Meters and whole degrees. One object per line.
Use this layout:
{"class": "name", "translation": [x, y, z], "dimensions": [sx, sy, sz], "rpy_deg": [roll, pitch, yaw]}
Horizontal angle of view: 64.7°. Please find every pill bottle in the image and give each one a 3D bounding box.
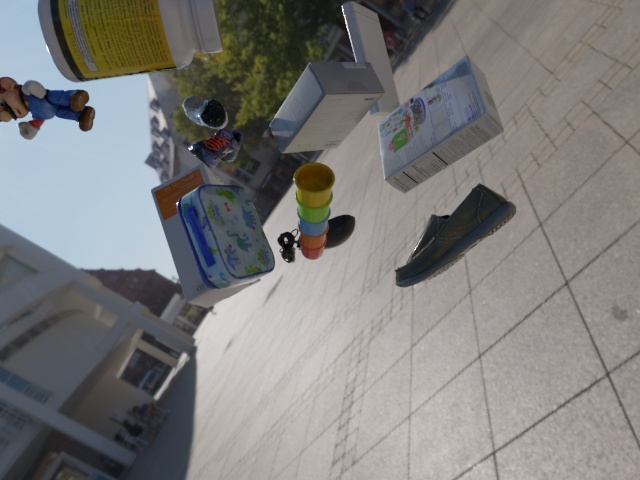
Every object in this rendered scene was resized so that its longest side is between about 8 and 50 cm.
{"class": "pill bottle", "translation": [-0.382, -0.447, 1.060], "dimensions": [0.188, 0.333, 0.188], "rpy_deg": [171, 90, -86]}

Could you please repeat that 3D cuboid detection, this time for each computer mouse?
{"class": "computer mouse", "translation": [0.000, 0.000, 1.646], "dimensions": [0.272, 0.072, 0.188], "rpy_deg": [-21, -24, -9]}

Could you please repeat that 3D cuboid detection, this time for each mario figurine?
{"class": "mario figurine", "translation": [-0.861, -0.385, 1.514], "dimensions": [0.170, 0.320, 0.198], "rpy_deg": [-80, -4, -69]}

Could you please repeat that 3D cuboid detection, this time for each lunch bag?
{"class": "lunch bag", "translation": [-0.201, -0.010, 1.071], "dimensions": [0.090, 0.219, 0.176], "rpy_deg": [-27, -8, 29]}

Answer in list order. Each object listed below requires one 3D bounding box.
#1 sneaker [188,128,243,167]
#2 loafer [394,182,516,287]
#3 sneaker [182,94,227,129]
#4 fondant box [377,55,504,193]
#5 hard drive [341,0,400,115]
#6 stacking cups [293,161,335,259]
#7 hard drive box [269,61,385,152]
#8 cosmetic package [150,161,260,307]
{"class": "sneaker", "translation": [-0.273, -0.255, 1.335], "dimensions": [0.087, 0.083, 0.221], "rpy_deg": [-53, 0, 22]}
{"class": "loafer", "translation": [0.221, -0.006, 0.894], "dimensions": [0.251, 0.087, 0.094], "rpy_deg": [-41, -18, 25]}
{"class": "sneaker", "translation": [-0.343, -0.385, 1.554], "dimensions": [0.085, 0.086, 0.237], "rpy_deg": [-47, 45, -8]}
{"class": "fondant box", "translation": [0.318, -0.317, 1.411], "dimensions": [0.330, 0.096, 0.239], "rpy_deg": [-32, 45, 35]}
{"class": "hard drive", "translation": [0.179, -0.597, 1.697], "dimensions": [0.047, 0.354, 0.233], "rpy_deg": [-12, 6, 29]}
{"class": "stacking cups", "translation": [-0.023, -0.052, 1.264], "dimensions": [0.316, 0.095, 0.096], "rpy_deg": [96, -163, -55]}
{"class": "hard drive box", "translation": [0.011, -0.314, 1.210], "dimensions": [0.181, 0.089, 0.232], "rpy_deg": [-13, -17, -36]}
{"class": "cosmetic package", "translation": [-0.412, -0.019, 1.798], "dimensions": [0.229, 0.454, 0.161], "rpy_deg": [-27, -19, 7]}
